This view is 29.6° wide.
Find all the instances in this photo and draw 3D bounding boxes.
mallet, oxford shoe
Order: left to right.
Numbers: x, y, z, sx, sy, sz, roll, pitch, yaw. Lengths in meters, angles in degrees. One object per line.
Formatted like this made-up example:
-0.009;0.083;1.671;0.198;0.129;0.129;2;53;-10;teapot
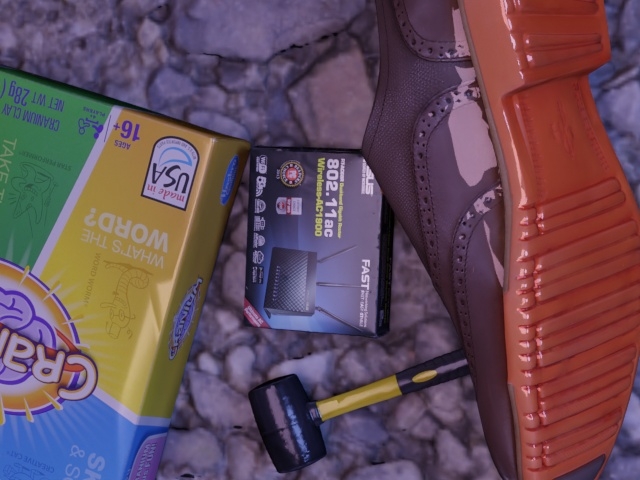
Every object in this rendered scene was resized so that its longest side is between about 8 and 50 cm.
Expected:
0.047;0.105;0.787;0.190;0.039;0.062;-14;89;14;mallet
0.105;-0.020;0.727;0.133;0.130;0.363;-3;94;44;oxford shoe

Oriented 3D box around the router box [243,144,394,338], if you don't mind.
0.000;0.000;0.792;0.092;0.038;0.122;3;93;17;router box

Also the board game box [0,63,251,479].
-0.207;0.047;0.847;0.242;0.064;0.316;18;98;16;board game box
